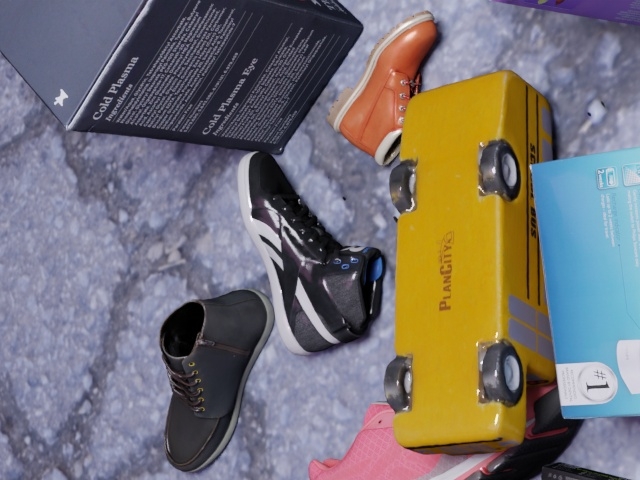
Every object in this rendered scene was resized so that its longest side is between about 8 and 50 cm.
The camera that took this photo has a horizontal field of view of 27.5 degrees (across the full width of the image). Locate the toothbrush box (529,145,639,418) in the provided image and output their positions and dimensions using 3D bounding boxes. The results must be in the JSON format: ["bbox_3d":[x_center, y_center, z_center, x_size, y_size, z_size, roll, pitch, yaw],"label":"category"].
[{"bbox_3d":[0.337,0.022,1.042,0.296,0.126,0.216,-9,88,33],"label":"toothbrush box"}]

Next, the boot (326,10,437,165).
[{"bbox_3d":[0.079,-0.148,1.284,0.084,0.059,0.158,48,123,22],"label":"boot"}]

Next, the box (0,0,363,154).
[{"bbox_3d":[-0.189,-0.266,1.315,0.343,0.313,0.179,46,115,26],"label":"box"}]

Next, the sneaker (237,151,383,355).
[{"bbox_3d":[0.000,0.000,1.327,0.121,0.079,0.216,-18,87,30],"label":"sneaker"}]

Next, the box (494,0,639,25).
[{"bbox_3d":[0.185,-0.275,1.062,0.057,0.293,0.200,-41,68,34],"label":"box"}]

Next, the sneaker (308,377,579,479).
[{"bbox_3d":[0.098,0.195,1.227,0.314,0.116,0.136,-39,65,27],"label":"sneaker"}]

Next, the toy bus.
[{"bbox_3d":[0.136,0.021,1.139,0.108,0.130,0.332,-11,66,33],"label":"toy bus"}]

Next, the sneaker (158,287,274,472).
[{"bbox_3d":[-0.141,0.150,1.392,0.083,0.118,0.222,30,106,32],"label":"sneaker"}]

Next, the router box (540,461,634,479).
[{"bbox_3d":[0.253,0.256,1.163,0.122,0.038,0.092,10,94,35],"label":"router box"}]
